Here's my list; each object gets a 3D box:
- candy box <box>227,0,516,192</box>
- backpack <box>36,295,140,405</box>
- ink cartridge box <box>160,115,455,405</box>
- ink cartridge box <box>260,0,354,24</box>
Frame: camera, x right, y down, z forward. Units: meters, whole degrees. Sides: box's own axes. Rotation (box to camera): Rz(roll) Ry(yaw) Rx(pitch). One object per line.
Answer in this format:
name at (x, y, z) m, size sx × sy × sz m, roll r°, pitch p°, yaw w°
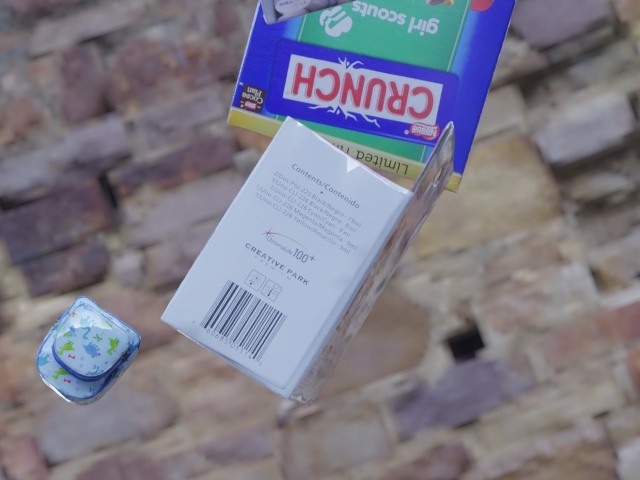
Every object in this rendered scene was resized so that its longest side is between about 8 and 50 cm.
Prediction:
candy box at (0.066, -0.242, 2.150) m, size 0.268 × 0.317 × 0.122 m, roll 16°, pitch 11°, yaw 1°
backpack at (-0.286, 0.136, 2.391) m, size 0.114 × 0.105 × 0.084 m, roll -53°, pitch -4°, yaw -11°
ink cartridge box at (0.000, 0.000, 1.767) m, size 0.272 × 0.130 × 0.309 m, roll -58°, pitch -6°, yaw -4°
ink cartridge box at (0.026, -0.319, 1.782) m, size 0.206 × 0.208 × 0.045 m, roll -16°, pitch 25°, yaw -4°
